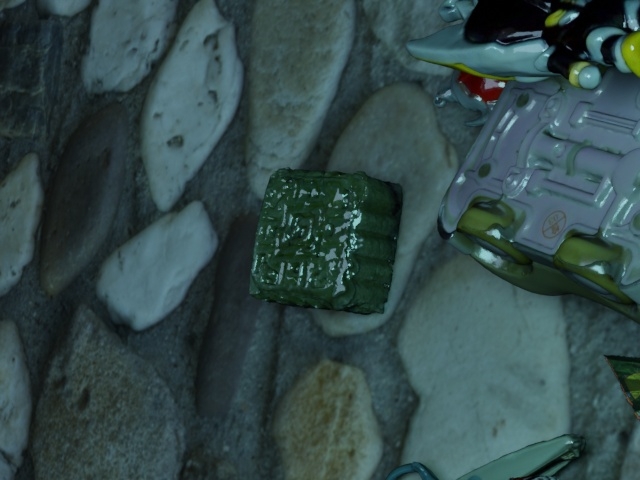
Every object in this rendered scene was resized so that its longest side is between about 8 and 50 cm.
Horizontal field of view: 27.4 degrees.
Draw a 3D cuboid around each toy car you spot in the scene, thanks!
[{"bbox_3d":[0.307,-0.039,1.282,0.242,0.226,0.336,-61,29,-3],"label":"toy car"}]

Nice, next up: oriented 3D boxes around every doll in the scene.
[{"bbox_3d":[0.218,-0.207,1.236,0.316,0.103,0.145,22,86,57],"label":"doll"},{"bbox_3d":[0.211,-0.195,1.482,0.195,0.062,0.104,-24,83,28],"label":"doll"}]

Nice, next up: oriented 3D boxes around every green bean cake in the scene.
[{"bbox_3d":[0.000,0.000,1.608,0.181,0.094,0.173,8,86,42],"label":"green bean cake"}]

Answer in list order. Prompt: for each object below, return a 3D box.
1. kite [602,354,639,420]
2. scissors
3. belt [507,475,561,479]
[{"bbox_3d":[0.396,0.206,1.259,0.234,0.016,0.321,-43,56,26],"label":"kite"},{"bbox_3d":[0.173,0.274,1.428,0.289,0.041,0.138,-37,60,36],"label":"scissors"},{"bbox_3d":[0.242,0.395,1.232,0.094,0.126,0.359,141,115,-78],"label":"belt"}]
